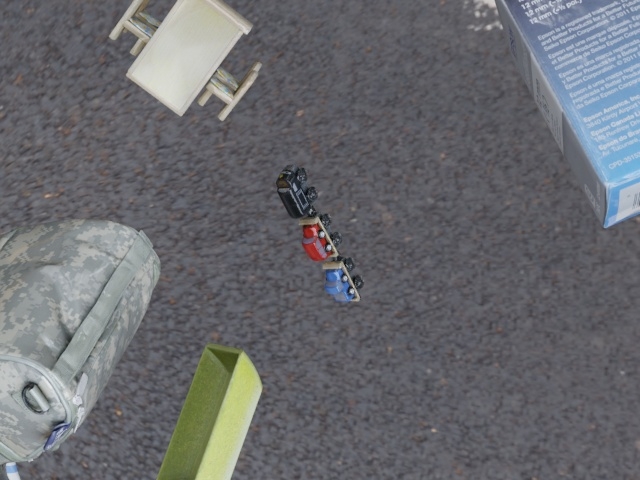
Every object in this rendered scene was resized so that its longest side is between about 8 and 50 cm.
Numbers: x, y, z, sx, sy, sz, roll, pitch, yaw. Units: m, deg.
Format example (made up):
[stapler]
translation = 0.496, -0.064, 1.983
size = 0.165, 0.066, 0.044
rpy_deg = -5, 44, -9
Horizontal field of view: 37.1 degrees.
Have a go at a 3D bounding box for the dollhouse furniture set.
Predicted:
[dollhouse furniture set]
translation = -0.184, -0.305, 1.430
size = 0.212, 0.242, 0.161
rpy_deg = 36, 107, -12

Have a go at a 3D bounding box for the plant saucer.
[plant saucer]
translation = -0.122, 0.214, 1.075
size = 0.045, 0.188, 0.188
rpy_deg = 22, 80, -16

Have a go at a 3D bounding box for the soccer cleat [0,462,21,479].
[soccer cleat]
translation = -0.544, 0.366, 1.557
size = 0.116, 0.331, 0.143
rpy_deg = -4, 45, -17

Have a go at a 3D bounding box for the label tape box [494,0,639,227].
[label tape box]
translation = 0.327, -0.220, 0.964
size = 0.249, 0.115, 0.348
rpy_deg = -23, 62, 6

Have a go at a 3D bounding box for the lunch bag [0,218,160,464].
[lunch bag]
translation = -0.353, 0.120, 1.196
size = 0.212, 0.256, 0.305
rpy_deg = 52, 35, -23

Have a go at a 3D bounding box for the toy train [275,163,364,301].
[toy train]
translation = 0.000, 0.000, 0.904
size = 0.036, 0.027, 0.158
rpy_deg = -50, 123, -37
